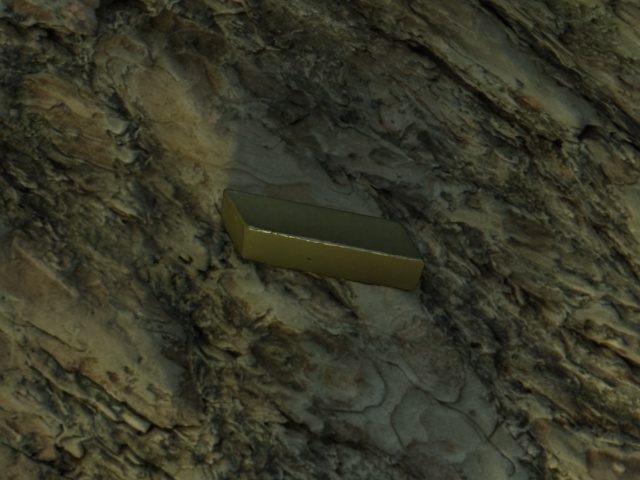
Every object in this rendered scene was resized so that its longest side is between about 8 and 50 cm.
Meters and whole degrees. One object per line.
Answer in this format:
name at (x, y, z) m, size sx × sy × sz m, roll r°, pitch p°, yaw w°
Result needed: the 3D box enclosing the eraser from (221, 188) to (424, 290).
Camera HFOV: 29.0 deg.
eraser at (0.000, -0.001, 2.079) m, size 0.352 × 0.111 × 0.077 m, roll 11°, pitch 58°, yaw 0°
